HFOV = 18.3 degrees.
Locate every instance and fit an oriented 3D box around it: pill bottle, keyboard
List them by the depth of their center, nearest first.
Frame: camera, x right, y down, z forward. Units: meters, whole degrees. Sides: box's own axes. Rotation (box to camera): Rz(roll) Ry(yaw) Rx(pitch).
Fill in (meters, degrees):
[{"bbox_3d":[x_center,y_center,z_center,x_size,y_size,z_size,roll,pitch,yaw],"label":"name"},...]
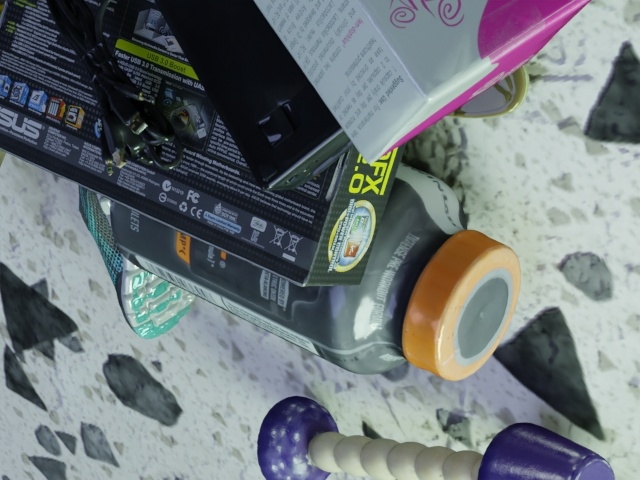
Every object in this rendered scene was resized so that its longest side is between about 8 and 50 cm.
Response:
[{"bbox_3d":[-0.081,-0.165,1.105,0.201,0.033,0.317,-37,70,23],"label":"keyboard"},{"bbox_3d":[0.000,0.000,1.217,0.245,0.130,0.130,24,137,30],"label":"pill bottle"}]

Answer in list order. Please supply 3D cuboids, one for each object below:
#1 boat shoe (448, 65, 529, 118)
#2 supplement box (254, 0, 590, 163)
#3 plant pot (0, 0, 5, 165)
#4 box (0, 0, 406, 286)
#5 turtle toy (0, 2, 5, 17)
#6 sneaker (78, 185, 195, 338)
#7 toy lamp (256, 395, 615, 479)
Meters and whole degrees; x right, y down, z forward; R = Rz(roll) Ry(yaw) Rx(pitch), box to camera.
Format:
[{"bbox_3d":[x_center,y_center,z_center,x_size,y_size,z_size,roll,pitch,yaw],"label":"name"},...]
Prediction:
[{"bbox_3d":[0.057,-0.106,1.142,0.153,0.048,0.056,12,107,32],"label":"boat shoe"},{"bbox_3d":[0.017,-0.166,0.963,0.220,0.111,0.114,56,160,5],"label":"supplement box"},{"bbox_3d":[-0.376,-0.121,1.392,0.280,0.323,0.323,17,135,15],"label":"plant pot"},{"bbox_3d":[-0.065,-0.118,1.147,0.270,0.060,0.216,23,101,31],"label":"box"},{"bbox_3d":[-0.165,-0.123,1.334,0.130,0.066,0.095,61,166,-19],"label":"turtle toy"},{"bbox_3d":[-0.137,-0.007,1.428,0.076,0.065,0.166,33,140,48],"label":"sneaker"},{"bbox_3d":[0.076,0.151,1.318,0.274,0.080,0.080,3,124,48],"label":"toy lamp"}]
